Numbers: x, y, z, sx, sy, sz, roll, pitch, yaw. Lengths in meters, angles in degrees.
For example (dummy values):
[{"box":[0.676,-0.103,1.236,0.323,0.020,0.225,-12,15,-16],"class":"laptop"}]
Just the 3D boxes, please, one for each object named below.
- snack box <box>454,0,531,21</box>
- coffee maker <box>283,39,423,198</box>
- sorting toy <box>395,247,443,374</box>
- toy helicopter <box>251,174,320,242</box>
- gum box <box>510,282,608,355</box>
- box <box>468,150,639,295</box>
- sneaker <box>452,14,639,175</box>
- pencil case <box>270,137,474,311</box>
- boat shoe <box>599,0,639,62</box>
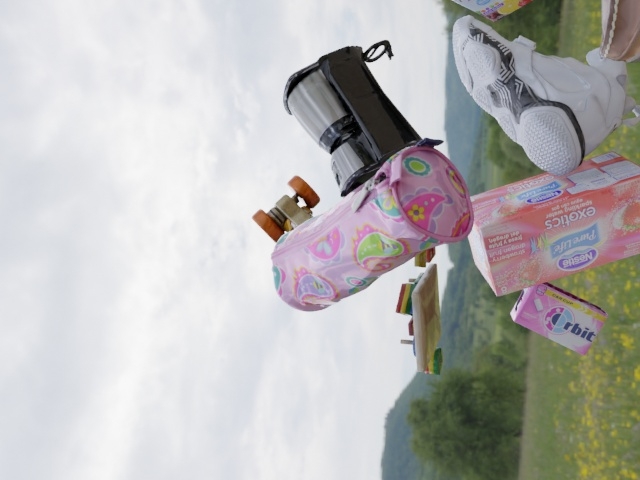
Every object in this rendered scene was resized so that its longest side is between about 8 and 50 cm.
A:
[{"box":[0.244,-0.372,0.951,0.141,0.100,0.037,10,-109,-37],"class":"snack box"},{"box":[0.061,-0.163,0.881,0.178,0.171,0.120,57,-170,19],"class":"coffee maker"},{"box":[0.155,0.111,1.064,0.132,0.046,0.275,-43,-50,-61],"class":"sorting toy"},{"box":[0.000,0.000,1.361,0.235,0.140,0.355,47,176,-14],"class":"toy helicopter"},{"box":[0.536,0.167,1.511,0.062,0.188,0.107,-55,-9,-77],"class":"gum box"},{"box":[0.420,-0.032,1.177,0.154,0.299,0.142,-99,-10,-69],"class":"box"},{"box":[0.410,-0.300,1.218,0.366,0.210,0.137,58,170,24],"class":"sneaker"},{"box":[0.048,-0.007,0.785,0.284,0.124,0.124,-34,36,51],"class":"pencil case"},{"box":[0.204,-0.284,0.445,0.123,0.116,0.325,-57,-34,-53],"class":"boat shoe"}]
